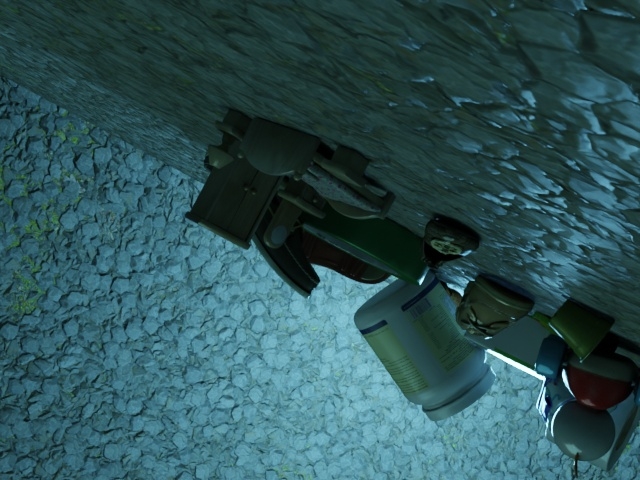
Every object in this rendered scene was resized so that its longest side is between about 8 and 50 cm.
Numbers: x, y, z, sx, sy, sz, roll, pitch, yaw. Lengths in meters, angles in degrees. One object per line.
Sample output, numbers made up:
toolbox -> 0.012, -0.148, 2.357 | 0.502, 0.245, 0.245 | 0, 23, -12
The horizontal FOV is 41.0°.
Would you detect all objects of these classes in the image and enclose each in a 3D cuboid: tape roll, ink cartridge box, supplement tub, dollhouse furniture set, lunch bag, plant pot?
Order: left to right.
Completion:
dollhouse furniture set -> -0.019, -0.034, 1.278 | 0.356, 0.173, 0.303 | 25, 176, 45
tape roll -> 0.071, -0.016, 1.701 | 0.321, 0.077, 0.321 | 27, 178, 1
supplement tub -> 0.259, 0.256, 2.111 | 0.324, 0.235, 0.235 | 55, 175, -2
ink cartridge box -> 0.502, 0.253, 2.025 | 0.198, 0.114, 0.273 | 24, 176, 45
plant pot -> 0.412, 0.137, 1.368 | 0.079, 0.083, 0.083 | 40, 180, 15
lunch bag -> 0.577, 0.345, 1.914 | 0.219, 0.176, 0.090 | 75, 174, -57
tape roll -> 0.706, 0.440, 2.181 | 0.169, 0.246, 0.246 | 25, 176, 29

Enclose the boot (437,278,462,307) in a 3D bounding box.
boot -> 0.291, 0.127, 2.276 | 0.197, 0.072, 0.152 | 17, 168, 38

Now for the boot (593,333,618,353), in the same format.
boot -> 0.472, 0.168, 1.552 | 0.121, 0.045, 0.099 | 23, 179, -43

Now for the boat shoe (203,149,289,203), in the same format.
boat shoe -> -0.172, -0.125, 1.831 | 0.285, 0.092, 0.103 | 24, 174, 44

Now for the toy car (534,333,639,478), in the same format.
toy car -> 0.497, 0.320, 1.591 | 0.219, 0.237, 0.210 | 16, -177, 19

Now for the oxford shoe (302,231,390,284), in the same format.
oxford shoe -> 0.000, 0.000, 2.062 | 0.397, 0.140, 0.146 | 29, -176, 14

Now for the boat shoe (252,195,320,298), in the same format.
boat shoe -> -0.086, -0.034, 1.556 | 0.305, 0.091, 0.109 | 55, -174, 20

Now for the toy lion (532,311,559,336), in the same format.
toy lion -> 0.492, 0.184, 1.811 | 0.096, 0.034, 0.100 | 34, 179, 11

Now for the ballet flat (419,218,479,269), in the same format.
ballet flat -> 0.186, 0.011, 1.306 | 0.084, 0.058, 0.250 | 27, 177, 2

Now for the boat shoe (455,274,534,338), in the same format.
boat shoe -> 0.338, 0.145, 1.710 | 0.122, 0.110, 0.341 | 27, 177, 6
